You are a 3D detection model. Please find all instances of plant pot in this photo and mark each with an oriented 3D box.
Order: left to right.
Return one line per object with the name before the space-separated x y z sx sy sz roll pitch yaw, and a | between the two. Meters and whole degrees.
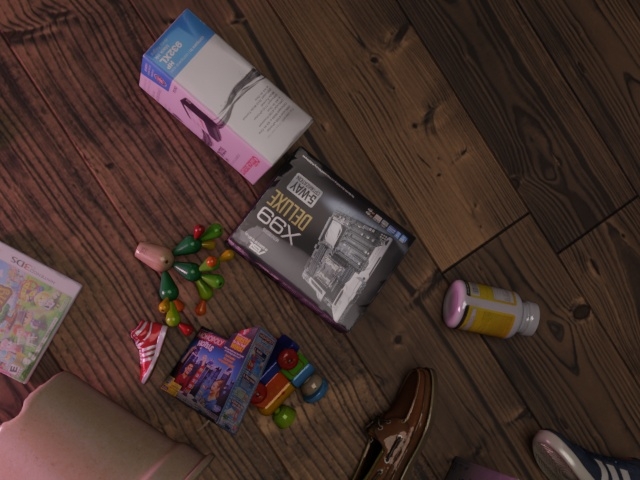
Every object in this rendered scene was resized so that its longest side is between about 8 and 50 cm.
plant pot | -0.407 0.407 1.587 0.305 0.334 0.334 40 76 4

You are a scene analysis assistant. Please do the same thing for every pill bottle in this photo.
pill bottle | 0.355 0.147 1.895 0.184 0.103 0.103 13 81 -12

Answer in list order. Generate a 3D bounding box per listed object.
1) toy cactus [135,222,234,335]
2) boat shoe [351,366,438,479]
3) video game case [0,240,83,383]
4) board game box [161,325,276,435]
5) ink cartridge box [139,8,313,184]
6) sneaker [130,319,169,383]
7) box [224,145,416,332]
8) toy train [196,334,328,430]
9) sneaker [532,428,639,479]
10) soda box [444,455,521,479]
toy cactus | -0.273 0.056 1.753 0.180 0.112 0.219 24 97 5
boat shoe | 0.144 0.389 1.810 0.104 0.111 0.307 21 79 -12
video game case | -0.583 0.130 1.703 0.193 0.023 0.212 30 78 -9
board game box | -0.180 0.241 1.724 0.194 0.194 0.060 -56 131 -14
ink cartridge box | -0.187 -0.264 1.743 0.307 0.223 0.129 41 77 -7
sneaker | -0.340 0.211 1.746 0.067 0.042 0.118 19 84 -5
box | 0.000 0.000 1.836 0.307 0.076 0.242 39 77 -7
toy train | -0.108 0.317 1.773 0.248 0.105 0.143 -46 113 -9
sneaker | 0.594 0.487 1.913 0.350 0.131 0.148 45 69 -11
soda box | 0.330 0.497 1.753 0.091 0.286 0.098 30 78 -10
